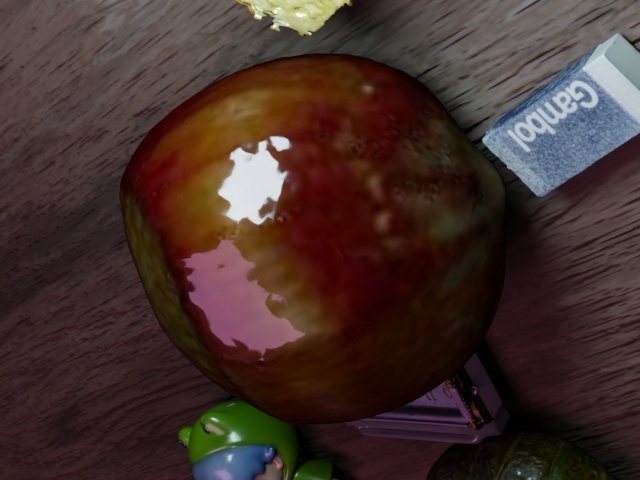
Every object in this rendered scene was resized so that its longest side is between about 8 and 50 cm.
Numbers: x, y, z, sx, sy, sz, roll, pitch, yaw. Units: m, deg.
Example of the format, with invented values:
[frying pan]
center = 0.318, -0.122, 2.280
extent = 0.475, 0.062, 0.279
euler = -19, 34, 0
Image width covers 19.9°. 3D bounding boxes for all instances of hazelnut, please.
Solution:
[hazelnut]
center = 0.000, 0.000, 1.961
extent = 0.421, 0.353, 0.421
euler = 8, 114, 19

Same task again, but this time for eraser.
[eraser]
center = 0.259, -0.123, 1.836
extent = 0.092, 0.046, 0.212
euler = 43, 145, -8

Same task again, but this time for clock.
[clock]
center = 0.104, 0.156, 2.261
extent = 0.253, 0.083, 0.186
euler = 0, 130, 42

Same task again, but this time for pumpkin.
[pumpkin]
center = 0.252, 0.355, 2.250
extent = 0.260, 0.189, 0.260
euler = 15, 142, 12

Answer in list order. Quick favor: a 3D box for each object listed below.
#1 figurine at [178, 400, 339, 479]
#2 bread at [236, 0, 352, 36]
[figurine]
center = -0.071, 0.318, 2.567
extent = 0.263, 0.143, 0.162
euler = 28, 154, -15
[bread]
center = -0.058, -0.338, 1.799
extent = 0.260, 0.147, 0.160
euler = 39, 137, -13
